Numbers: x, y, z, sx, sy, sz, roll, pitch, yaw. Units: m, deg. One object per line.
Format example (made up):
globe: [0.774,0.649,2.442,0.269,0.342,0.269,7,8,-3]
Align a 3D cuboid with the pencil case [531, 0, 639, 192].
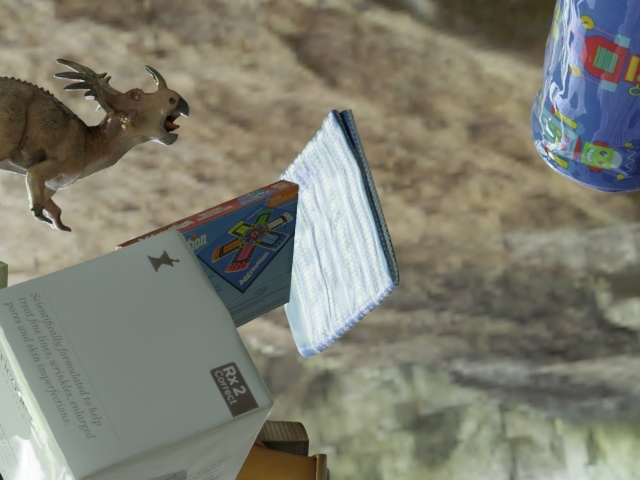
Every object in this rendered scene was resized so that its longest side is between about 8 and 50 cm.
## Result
pencil case: [0.217,-0.167,1.091,0.119,0.133,0.306,16,-33,11]

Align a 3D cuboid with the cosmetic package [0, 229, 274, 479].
cosmetic package: [-0.147,0.117,1.124,0.151,0.151,0.183,-20,-25,-26]

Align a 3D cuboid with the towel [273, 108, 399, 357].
towel: [0.000,0.000,2.056,0.040,0.243,0.336,-11,-16,-23]

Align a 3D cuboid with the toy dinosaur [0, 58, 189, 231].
toy dinosaur: [-0.313,-0.126,1.716,0.296,0.200,0.127,18,-4,-27]

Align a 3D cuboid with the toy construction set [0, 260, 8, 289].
toy construction set: [-0.414,0.122,1.375,0.328,0.215,0.151,-13,9,-34]

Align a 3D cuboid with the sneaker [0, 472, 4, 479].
sneaker: [-0.315,0.278,1.712,0.267,0.106,0.101,-3,-34,-23]

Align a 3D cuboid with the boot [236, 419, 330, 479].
boot: [-0.107,0.254,1.614,0.220,0.109,0.283,-3,20,-11]

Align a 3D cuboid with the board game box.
board game box: [-0.117,0.037,1.671,0.027,0.145,0.281,19,25,30]
